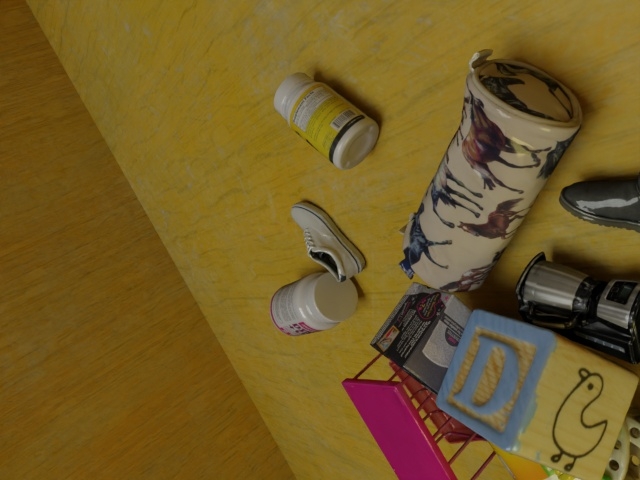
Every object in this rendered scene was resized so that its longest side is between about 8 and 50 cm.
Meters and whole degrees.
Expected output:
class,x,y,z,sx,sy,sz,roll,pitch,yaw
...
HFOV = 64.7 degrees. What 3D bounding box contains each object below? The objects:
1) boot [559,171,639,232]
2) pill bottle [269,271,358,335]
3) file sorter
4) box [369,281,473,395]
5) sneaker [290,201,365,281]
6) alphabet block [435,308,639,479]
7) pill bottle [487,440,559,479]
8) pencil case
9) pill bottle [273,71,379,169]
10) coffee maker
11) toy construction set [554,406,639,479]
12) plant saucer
class,x,y,z,sx,sy,sz,roll,pitch,yaw
boot,0.414,-0.108,0.630,0.190,0.076,0.208,17,140,29
pill bottle,-0.023,0.179,1.428,0.160,0.160,0.283,58,149,-1
file sorter,0.232,0.392,1.147,0.290,0.182,0.202,60,148,-6
box,0.253,0.218,0.967,0.247,0.163,0.142,40,172,-20
sneaker,0.000,0.000,1.301,0.258,0.091,0.094,44,147,22
alphabet block,0.344,0.245,0.825,0.197,0.192,0.193,25,177,-20
pill bottle,0.425,0.412,1.026,0.245,0.136,0.136,55,149,5
pencil case,0.246,-0.087,0.806,0.184,0.160,0.410,30,142,15
pill bottle,0.008,-0.249,1.038,0.208,0.119,0.119,44,147,23
coffee maker,0.424,0.109,0.795,0.178,0.120,0.171,19,172,47
toy construction set,0.549,0.370,0.763,0.328,0.151,0.214,29,104,41
plant saucer,0.313,0.366,1.232,0.259,0.048,0.258,52,149,8
